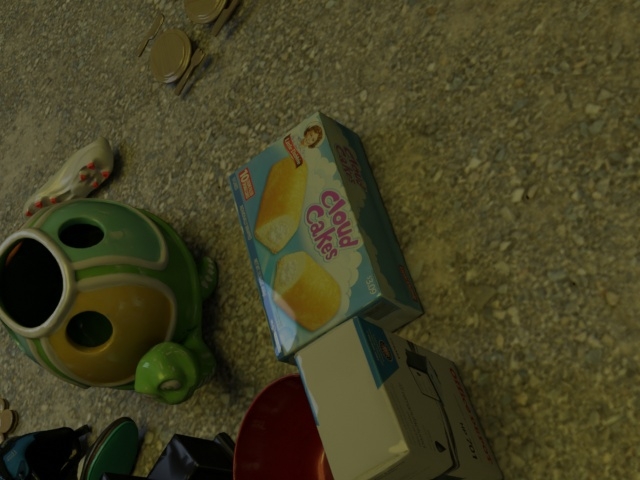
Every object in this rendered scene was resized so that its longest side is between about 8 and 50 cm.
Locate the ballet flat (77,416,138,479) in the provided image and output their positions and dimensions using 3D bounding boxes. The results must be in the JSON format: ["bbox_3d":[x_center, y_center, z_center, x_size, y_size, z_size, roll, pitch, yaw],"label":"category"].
[{"bbox_3d":[-0.298,0.326,1.167,0.074,0.074,0.203,7,80,41],"label":"ballet flat"}]

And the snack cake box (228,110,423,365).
[{"bbox_3d":[0.000,0.000,1.037,0.152,0.089,0.264,-35,54,25],"label":"snack cake box"}]

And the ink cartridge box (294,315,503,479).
[{"bbox_3d":[0.076,0.168,0.838,0.082,0.190,0.140,-36,54,22],"label":"ink cartridge box"}]

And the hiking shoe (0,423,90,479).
[{"bbox_3d":[-0.418,0.341,1.144,0.132,0.113,0.304,-29,19,24],"label":"hiking shoe"}]

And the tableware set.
[{"bbox_3d":[-0.194,-0.325,1.362,0.128,0.039,0.194,45,109,29],"label":"tableware set"}]

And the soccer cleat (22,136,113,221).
[{"bbox_3d":[-0.400,-0.090,1.425,0.196,0.068,0.076,-34,39,23],"label":"soccer cleat"}]

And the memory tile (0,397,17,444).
[{"bbox_3d":[-0.533,0.314,1.401,0.113,0.012,0.148,31,93,42],"label":"memory tile"}]

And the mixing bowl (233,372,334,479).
[{"bbox_3d":[0.003,0.234,0.927,0.181,0.098,0.181,-14,68,40],"label":"mixing bowl"}]

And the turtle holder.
[{"bbox_3d":[-0.279,0.093,1.124,0.243,0.227,0.320,-31,69,19],"label":"turtle holder"}]

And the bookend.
[{"bbox_3d":[-0.185,0.295,1.026,0.072,0.156,0.157,38,97,42],"label":"bookend"}]
